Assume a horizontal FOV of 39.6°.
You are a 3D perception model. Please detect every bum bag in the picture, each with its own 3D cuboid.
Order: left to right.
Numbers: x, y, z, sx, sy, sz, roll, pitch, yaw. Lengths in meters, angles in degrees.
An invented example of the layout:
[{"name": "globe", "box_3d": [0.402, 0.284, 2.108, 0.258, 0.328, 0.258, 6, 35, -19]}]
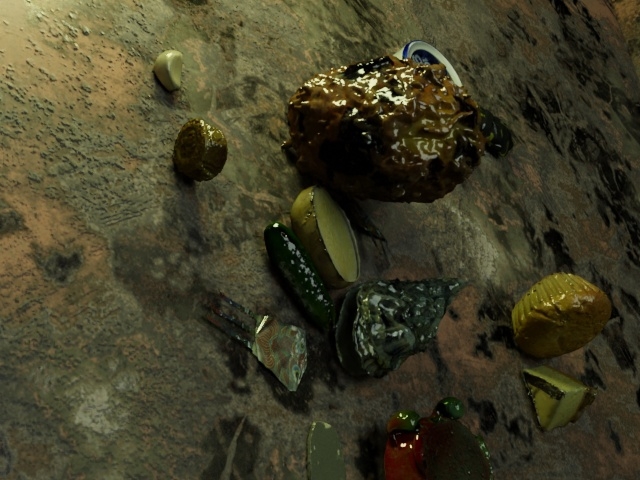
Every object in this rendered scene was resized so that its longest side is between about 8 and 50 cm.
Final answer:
[{"name": "bum bag", "box_3d": [0.441, -0.298, 2.365, 0.232, 0.060, 0.107, 26, 58, -33]}]

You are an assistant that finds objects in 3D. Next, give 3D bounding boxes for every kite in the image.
[{"name": "kite", "box_3d": [-0.104, 0.156, 1.511, 0.229, 0.016, 0.127, 41, 39, -28]}, {"name": "kite", "box_3d": [0.094, -0.034, 1.821, 0.183, 0.010, 0.160, 28, 32, -55]}]

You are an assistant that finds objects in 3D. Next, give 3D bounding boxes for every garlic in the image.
[{"name": "garlic", "box_3d": [-0.272, -0.309, 1.600, 0.053, 0.041, 0.083, 24, 57, -54]}]

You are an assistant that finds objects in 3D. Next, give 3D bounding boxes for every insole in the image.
[{"name": "insole", "box_3d": [0.011, 0.421, 1.470, 0.081, 0.011, 0.248, 21, 53, -35]}]

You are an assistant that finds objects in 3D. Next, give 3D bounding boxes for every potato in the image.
[{"name": "potato", "box_3d": [0.000, 0.000, 1.670, 0.164, 0.081, 0.201, -5, 73, -66]}]

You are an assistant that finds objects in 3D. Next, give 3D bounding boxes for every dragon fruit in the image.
[{"name": "dragon fruit", "box_3d": [0.205, 0.423, 1.586, 0.268, 0.130, 0.295, 38, 43, -25]}]

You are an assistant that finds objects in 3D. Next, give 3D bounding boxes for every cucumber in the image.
[{"name": "cucumber", "box_3d": [-0.034, 0.068, 1.605, 0.227, 0.069, 0.069, 60, 38, -7]}]

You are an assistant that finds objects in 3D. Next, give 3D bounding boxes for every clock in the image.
[{"name": "clock", "box_3d": [0.263, -0.378, 2.205, 0.230, 0.083, 0.231, 29, 45, -34]}]

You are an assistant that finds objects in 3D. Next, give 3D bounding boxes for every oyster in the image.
[{"name": "oyster", "box_3d": [0.157, 0.144, 1.713, 0.351, 0.158, 0.162, -23, 120, -40]}]

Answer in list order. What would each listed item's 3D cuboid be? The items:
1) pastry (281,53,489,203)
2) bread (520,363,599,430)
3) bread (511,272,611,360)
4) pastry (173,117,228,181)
[{"name": "pastry", "box_3d": [0.109, -0.217, 1.732, 0.337, 0.405, 0.293, -8, 111, -21]}, {"name": "bread", "box_3d": [0.536, 0.354, 2.057, 0.147, 0.127, 0.152, 4, 31, -45]}, {"name": "bread", "box_3d": [0.556, 0.172, 2.062, 0.240, 0.240, 0.139, 21, 42, -39]}, {"name": "pastry", "box_3d": [-0.206, -0.155, 1.525, 0.057, 0.097, 0.109, 13, 58, -44]}]
